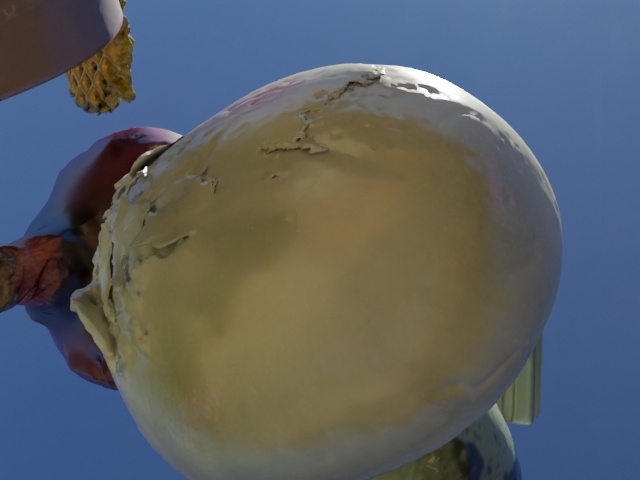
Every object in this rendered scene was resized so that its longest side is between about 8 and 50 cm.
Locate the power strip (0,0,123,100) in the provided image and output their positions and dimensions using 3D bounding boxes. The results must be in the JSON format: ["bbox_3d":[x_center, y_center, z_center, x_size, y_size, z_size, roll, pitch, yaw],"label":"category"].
[{"bbox_3d":[-0.175,-0.114,0.443,0.154,0.078,0.154,-11,-149,7],"label":"power strip"}]

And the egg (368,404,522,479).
[{"bbox_3d":[0.069,0.243,1.048,0.287,0.379,0.288,-42,-159,21],"label":"egg"}]

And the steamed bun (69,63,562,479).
[{"bbox_3d":[0.000,0.000,0.679,0.311,0.233,0.334,-27,-154,20],"label":"steamed bun"}]

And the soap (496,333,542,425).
[{"bbox_3d":[0.249,0.133,1.436,0.159,0.087,0.266,1,-87,23],"label":"soap"}]

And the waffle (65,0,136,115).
[{"bbox_3d":[-0.391,-0.342,1.659,0.245,0.052,0.254,13,-71,51],"label":"waffle"}]

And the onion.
[{"bbox_3d":[-0.314,0.030,1.358,0.398,0.420,0.399,-1,-91,50],"label":"onion"}]
